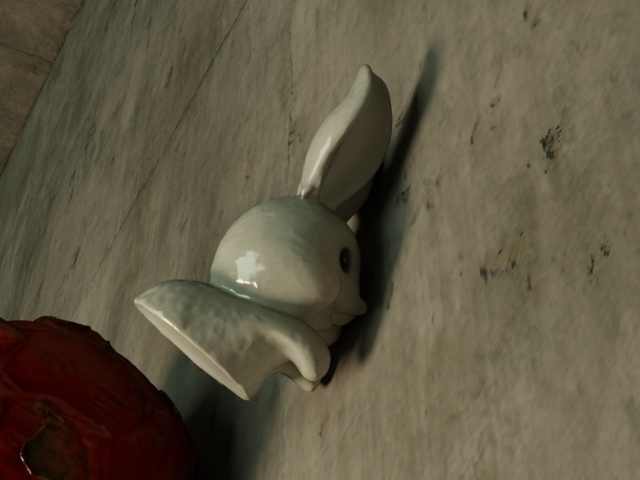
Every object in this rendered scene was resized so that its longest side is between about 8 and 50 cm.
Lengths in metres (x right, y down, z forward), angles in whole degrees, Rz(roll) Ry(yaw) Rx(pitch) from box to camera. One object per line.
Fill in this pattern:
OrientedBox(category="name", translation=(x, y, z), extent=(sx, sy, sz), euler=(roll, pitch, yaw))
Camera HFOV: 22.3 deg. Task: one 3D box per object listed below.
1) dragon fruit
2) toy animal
OrientedBox(category="dragon fruit", translation=(-0.230, 0.186, 1.188), extent=(0.277, 0.277, 0.342), euler=(-66, -20, 12))
OrientedBox(category="toy animal", translation=(-0.001, 0.003, 1.040), extent=(0.221, 0.130, 0.104), euler=(-49, -23, -16))
